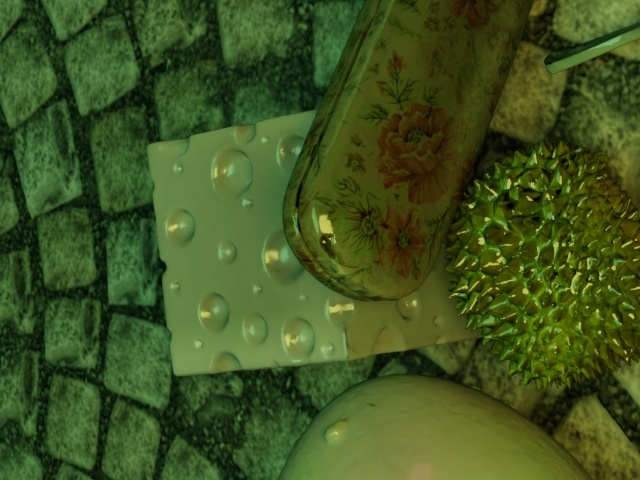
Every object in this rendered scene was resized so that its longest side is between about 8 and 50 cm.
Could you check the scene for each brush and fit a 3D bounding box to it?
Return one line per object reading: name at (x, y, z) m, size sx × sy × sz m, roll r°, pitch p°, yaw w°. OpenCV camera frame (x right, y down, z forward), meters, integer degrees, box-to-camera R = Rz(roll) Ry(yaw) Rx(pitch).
brush at (0.332, -0.189, 1.602) m, size 0.297 × 0.068 × 0.060 m, roll -19°, pitch 102°, yaw 44°

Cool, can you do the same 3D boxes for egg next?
egg at (0.097, 0.291, 1.655) m, size 0.354 × 0.354 × 0.340 m, roll -45°, pitch 54°, yaw 34°

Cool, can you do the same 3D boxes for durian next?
durian at (0.216, 0.025, 1.645) m, size 0.237 × 0.176 × 0.200 m, roll 64°, pitch 149°, yaw 4°

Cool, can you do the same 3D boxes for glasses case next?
glasses case at (0.090, -0.141, 1.630) m, size 0.098 × 0.156 × 0.425 m, roll -7°, pitch 53°, yaw 49°

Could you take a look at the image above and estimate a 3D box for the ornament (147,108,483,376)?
ornament at (0.000, 0.000, 1.777) m, size 0.239 × 0.240 × 0.239 m, roll -9°, pitch 87°, yaw 41°
